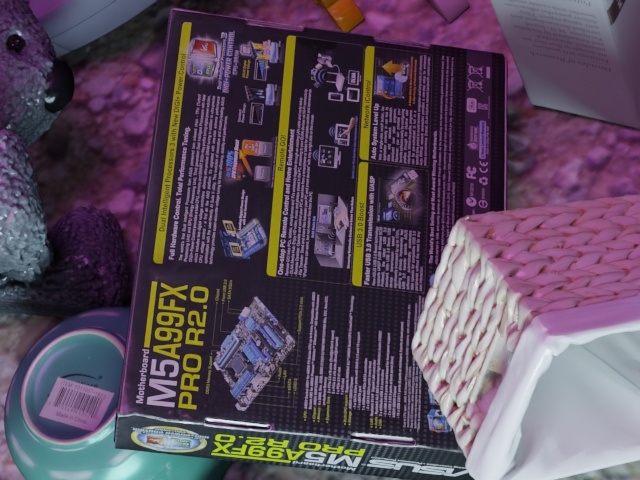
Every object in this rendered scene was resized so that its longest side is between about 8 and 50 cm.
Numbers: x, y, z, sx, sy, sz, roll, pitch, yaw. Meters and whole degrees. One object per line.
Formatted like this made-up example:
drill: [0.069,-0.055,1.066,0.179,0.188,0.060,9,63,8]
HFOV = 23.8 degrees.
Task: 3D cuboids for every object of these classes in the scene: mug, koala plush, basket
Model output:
mug: [-0.116,0.100,0.933,0.158,0.097,0.129,-31,56,5]
koala plush: [-0.239,-0.075,0.994,0.203,0.196,0.221,-1,74,15]
basket: [0.144,0.048,0.806,0.167,0.113,0.103,-6,42,-27]

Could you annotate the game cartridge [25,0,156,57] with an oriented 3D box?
game cartridge: [-0.143,-0.254,1.104,0.294,0.060,0.196,-28,49,33]

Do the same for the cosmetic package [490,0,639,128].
cosmetic package: [0.155,-0.176,0.885,0.085,0.231,0.117,16,72,29]

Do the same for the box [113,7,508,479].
box: [0.000,0.000,0.906,0.216,0.060,0.270,6,63,-5]

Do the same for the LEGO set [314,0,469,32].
LEGO set: [-0.007,-0.224,1.061,0.087,0.093,0.227,-41,56,-2]
